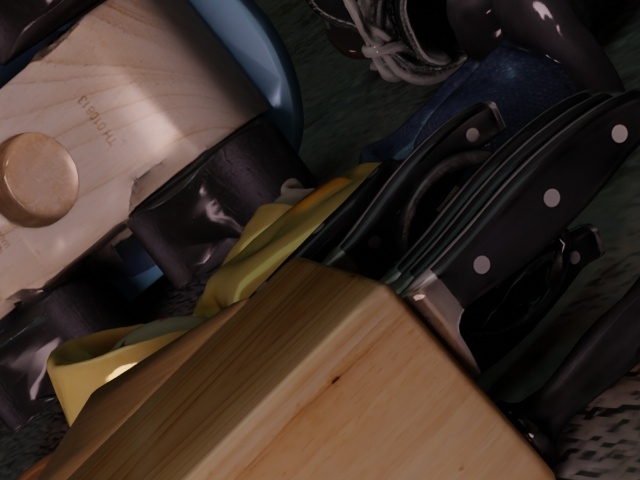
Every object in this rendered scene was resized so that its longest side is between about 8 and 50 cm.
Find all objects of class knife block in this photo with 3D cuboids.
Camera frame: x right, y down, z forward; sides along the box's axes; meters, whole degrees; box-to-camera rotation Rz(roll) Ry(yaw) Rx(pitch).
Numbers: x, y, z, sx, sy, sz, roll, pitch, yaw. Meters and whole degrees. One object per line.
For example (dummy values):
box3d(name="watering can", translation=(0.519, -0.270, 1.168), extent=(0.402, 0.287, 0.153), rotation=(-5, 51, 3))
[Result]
box3d(name="knife block", translation=(0.008, 0.069, 0.465), extent=(0.242, 0.088, 0.275), rotation=(-32, 17, 33))

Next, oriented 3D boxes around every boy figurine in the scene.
box3d(name="boy figurine", translation=(0.000, 0.000, 0.679), extent=(0.285, 0.092, 0.177), rotation=(-41, 17, -9))

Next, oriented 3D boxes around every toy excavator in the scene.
box3d(name="toy excavator", translation=(-0.184, -0.028, 1.077), extent=(0.433, 0.222, 0.445), rotation=(-38, 2, 16))

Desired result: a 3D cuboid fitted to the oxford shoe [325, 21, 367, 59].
box3d(name="oxford shoe", translation=(0.073, -0.197, 1.120), extent=(0.212, 0.076, 0.076), rotation=(-50, -11, -28))

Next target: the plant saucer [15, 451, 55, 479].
box3d(name="plant saucer", translation=(-0.158, 0.142, 0.816), extent=(0.083, 0.013, 0.083), rotation=(-39, 15, 12))

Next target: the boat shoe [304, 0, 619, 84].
box3d(name="boat shoe", translation=(0.064, -0.145, 0.888), extent=(0.306, 0.113, 0.105), rotation=(11, 59, 52))
